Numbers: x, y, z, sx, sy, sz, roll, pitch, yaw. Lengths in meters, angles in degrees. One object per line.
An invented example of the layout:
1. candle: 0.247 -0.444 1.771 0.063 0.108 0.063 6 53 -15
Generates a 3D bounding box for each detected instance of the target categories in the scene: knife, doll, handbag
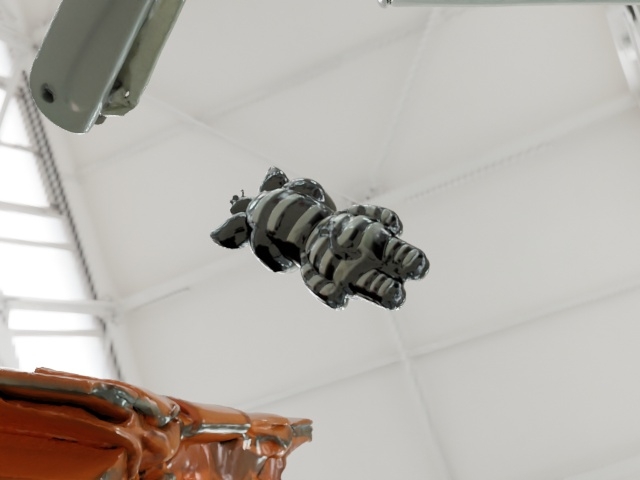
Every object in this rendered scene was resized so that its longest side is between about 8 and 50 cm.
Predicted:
1. knife: -0.106 -0.165 0.755 0.073 0.040 0.265 43 -52 9
2. doll: 0.000 0.000 1.012 0.219 0.067 0.091 26 -106 45
3. handbag: -0.201 0.163 1.025 0.304 0.410 0.116 3 -101 22

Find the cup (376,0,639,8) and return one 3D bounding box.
1. cup: 0.218 -0.326 0.732 0.392 0.310 0.401 5 -82 2
